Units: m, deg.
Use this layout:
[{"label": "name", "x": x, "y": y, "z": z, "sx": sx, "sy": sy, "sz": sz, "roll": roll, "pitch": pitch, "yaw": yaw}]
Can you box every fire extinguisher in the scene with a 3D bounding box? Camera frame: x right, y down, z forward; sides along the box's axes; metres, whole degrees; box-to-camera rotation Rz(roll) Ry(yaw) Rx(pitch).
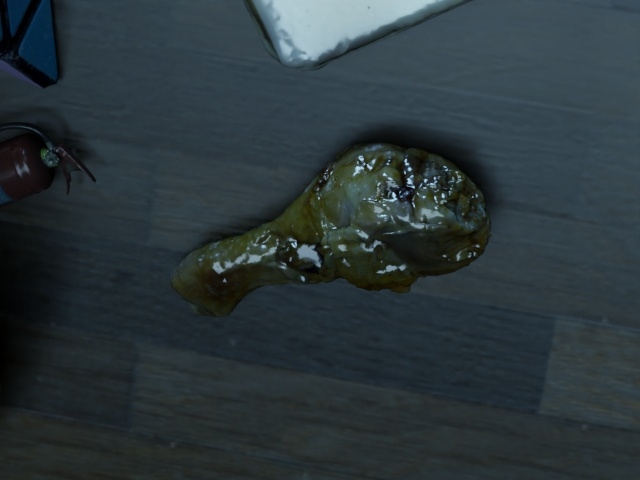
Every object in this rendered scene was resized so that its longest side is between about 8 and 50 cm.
[{"label": "fire extinguisher", "x": -0.204, "y": -0.036, "z": 1.061, "sx": 0.132, "sy": 0.039, "sz": 0.056, "roll": -20, "pitch": 112, "yaw": 15}]

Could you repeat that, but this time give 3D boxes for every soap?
[{"label": "soap", "x": 0.039, "y": -0.177, "z": 0.958, "sx": 0.183, "sy": 0.064, "sz": 0.121, "roll": -22, "pitch": 102, "yaw": 15}]

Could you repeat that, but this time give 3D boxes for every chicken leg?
[{"label": "chicken leg", "x": 0.000, "y": -0.002, "z": 1.027, "sx": 0.198, "sy": 0.069, "sz": 0.085, "roll": -18, "pitch": 128, "yaw": 22}]

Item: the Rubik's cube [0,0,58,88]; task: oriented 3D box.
[{"label": "Rubik's cube", "x": -0.226, "y": -0.149, "z": 1.013, "sx": 0.190, "sy": 0.211, "sz": 0.178, "roll": -8, "pitch": 134, "yaw": 32}]
